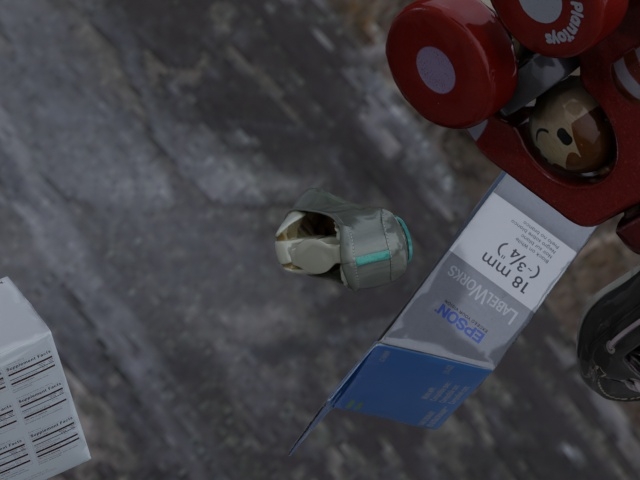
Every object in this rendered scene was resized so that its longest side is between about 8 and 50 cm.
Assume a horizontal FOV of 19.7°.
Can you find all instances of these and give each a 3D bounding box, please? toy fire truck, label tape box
[{"bbox_3d":[0.209,-0.114,1.303,0.169,0.302,0.254,-33,89,-36],"label":"toy fire truck"},{"bbox_3d":[0.124,0.080,1.717,0.106,0.240,0.333,37,70,4],"label":"label tape box"}]

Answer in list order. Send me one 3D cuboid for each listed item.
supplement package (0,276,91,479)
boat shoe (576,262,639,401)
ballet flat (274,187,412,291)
[{"bbox_3d":[-0.424,0.193,2.425,0.194,0.149,0.203,39,-32,56],"label":"supplement package"},{"bbox_3d":[0.287,0.069,1.462,0.112,0.335,0.095,4,59,-13],"label":"boat shoe"},{"bbox_3d":[0.000,0.000,1.410,0.068,0.213,0.072,-18,99,-19],"label":"ballet flat"}]
